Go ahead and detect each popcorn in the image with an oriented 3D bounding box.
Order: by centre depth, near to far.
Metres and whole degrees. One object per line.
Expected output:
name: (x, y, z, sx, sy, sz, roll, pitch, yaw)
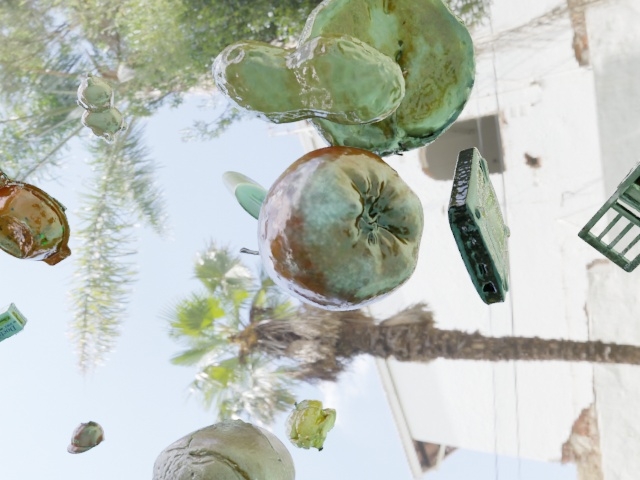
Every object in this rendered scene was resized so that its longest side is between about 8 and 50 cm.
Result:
popcorn: (-0.028, 0.540, 1.736, 0.167, 0.148, 0.152, -32, -77, -30)

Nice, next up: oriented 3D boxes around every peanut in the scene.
peanut: (-0.015, -0.157, 0.577, 0.089, 0.193, 0.089, 1, -90, -79)

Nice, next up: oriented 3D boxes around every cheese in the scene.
cheese: (-0.692, -0.075, 1.318, 0.329, 0.217, 0.129, 52, -157, -20)

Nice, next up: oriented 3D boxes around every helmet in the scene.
helmet: (-0.488, 0.403, 1.229, 0.084, 0.065, 0.049, -22, -66, -72)

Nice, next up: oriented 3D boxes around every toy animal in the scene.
toy animal: (-0.431, -0.258, 1.158, 0.083, 0.089, 0.150, -50, -32, -32)

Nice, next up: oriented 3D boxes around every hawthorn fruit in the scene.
hawthorn fruit: (0.028, -0.013, 0.849, 0.235, 0.263, 0.231, 35, -93, 1)

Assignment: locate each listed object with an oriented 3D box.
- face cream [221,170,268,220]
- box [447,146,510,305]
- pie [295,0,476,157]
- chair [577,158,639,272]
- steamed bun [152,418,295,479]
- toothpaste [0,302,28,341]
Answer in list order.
face cream: (-0.192, -0.125, 1.688, 0.173, 0.348, 0.081, 35, -89, -18)
box: (0.374, -0.036, 1.365, 0.290, 0.073, 0.289, 61, -148, -27)
pie: (0.111, -0.300, 1.042, 0.339, 0.077, 0.339, -2, -80, -8)
chair: (0.653, -0.087, 1.151, 0.147, 0.136, 0.270, -37, -21, -35)
steamed bun: (-0.214, 0.512, 1.362, 0.251, 0.301, 0.199, 42, -130, -64)
toothpaste: (-0.582, 0.167, 1.001, 0.164, 0.034, 0.046, -29, -66, 0)
